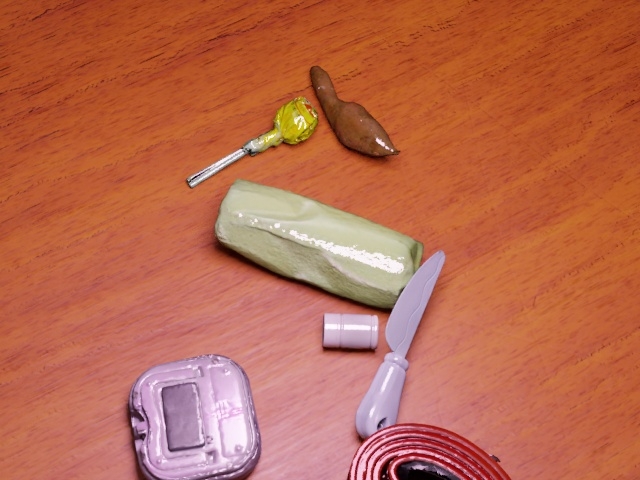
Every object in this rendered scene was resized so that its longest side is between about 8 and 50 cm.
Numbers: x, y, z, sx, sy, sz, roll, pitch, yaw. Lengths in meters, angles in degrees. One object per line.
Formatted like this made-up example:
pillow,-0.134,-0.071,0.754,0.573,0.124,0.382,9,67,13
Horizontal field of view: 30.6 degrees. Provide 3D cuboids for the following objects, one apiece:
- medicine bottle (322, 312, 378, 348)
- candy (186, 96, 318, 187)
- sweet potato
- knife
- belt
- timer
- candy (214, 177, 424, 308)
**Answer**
medicine bottle,0.048,0.147,1.895,0.089,0.057,0.057,2,61,-4
candy,-0.119,-0.164,2.053,0.262,0.077,0.073,-32,90,-10
sweet potato,0.047,-0.217,2.086,0.075,0.075,0.269,-28,57,-18
knife,0.126,0.157,1.849,0.044,0.080,0.331,4,69,47
belt,0.183,0.415,1.728,0.324,0.115,0.227,38,67,14
timer,-0.193,0.279,1.798,0.190,0.069,0.208,-11,64,-8
candy,0.000,0.000,1.929,0.343,0.132,0.142,19,69,5
